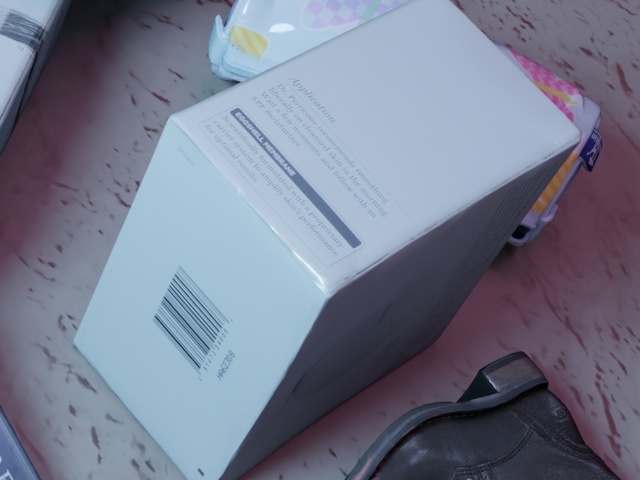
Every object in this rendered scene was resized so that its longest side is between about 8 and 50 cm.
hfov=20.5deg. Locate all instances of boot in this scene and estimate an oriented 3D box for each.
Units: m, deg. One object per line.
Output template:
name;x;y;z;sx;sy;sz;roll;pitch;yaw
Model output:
boot;0.133;0.193;1.050;0.263;0.091;0.229;-29;69;-41

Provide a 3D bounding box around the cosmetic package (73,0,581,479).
cosmetic package;0.000;0.000;1.051;0.224;0.224;0.138;-29;70;-38

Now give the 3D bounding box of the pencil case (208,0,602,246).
pencil case;0.058;-0.103;1.238;0.273;0.113;0.124;31;67;0

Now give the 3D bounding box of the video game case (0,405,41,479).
video game case;-0.280;0.132;0.896;0.274;0.026;0.196;-34;100;-40

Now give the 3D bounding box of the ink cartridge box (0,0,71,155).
ink cartridge box;-0.279;-0.115;1.089;0.197;0.114;0.273;23;48;-6
